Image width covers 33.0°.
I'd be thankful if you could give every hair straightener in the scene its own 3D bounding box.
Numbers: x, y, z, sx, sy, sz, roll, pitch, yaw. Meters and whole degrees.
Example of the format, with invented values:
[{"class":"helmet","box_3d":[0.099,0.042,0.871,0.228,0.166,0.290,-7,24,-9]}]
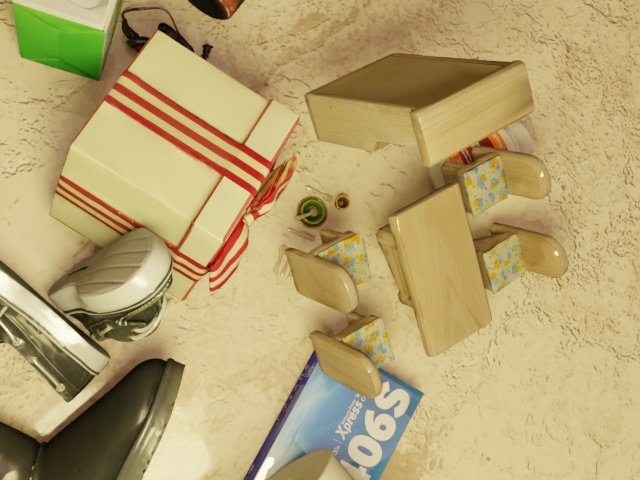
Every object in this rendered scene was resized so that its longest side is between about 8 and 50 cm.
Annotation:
[{"class":"hair straightener","box_3d":[-0.201,-0.263,1.593,0.230,0.047,0.089,44,76,-1]}]

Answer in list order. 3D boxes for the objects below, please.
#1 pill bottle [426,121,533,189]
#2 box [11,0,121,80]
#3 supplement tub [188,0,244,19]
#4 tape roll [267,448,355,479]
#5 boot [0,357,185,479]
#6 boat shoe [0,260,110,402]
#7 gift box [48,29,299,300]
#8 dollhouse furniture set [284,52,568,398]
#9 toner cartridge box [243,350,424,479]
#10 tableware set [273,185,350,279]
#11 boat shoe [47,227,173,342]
[{"class":"pill bottle","box_3d":[0.245,-0.127,1.657,0.152,0.086,0.086,-24,90,-15]},{"class":"box","box_3d":[-0.317,-0.367,1.459,0.127,0.262,0.231,16,82,-11]},{"class":"supplement tub","box_3d":[-0.120,-0.429,1.593,0.106,0.106,0.198,37,77,-7]},{"class":"tape roll","box_3d":[-0.028,0.409,1.377,0.246,0.246,0.169,-40,93,-14]},{"class":"boot","box_3d":[-0.445,0.234,1.396,0.445,0.146,0.367,27,95,-7]},{"class":"boat shoe","box_3d":[-0.431,0.101,1.462,0.306,0.113,0.105,44,82,-21]},{"class":"gift box","box_3d":[-0.188,-0.088,1.473,0.258,0.276,0.255,32,65,-5]},{"class":"dollhouse furniture set","box_3d":[0.162,-0.030,1.423,0.362,0.256,0.394,-28,115,-25]},{"class":"toner cartridge box","box_3d":[-0.006,0.331,1.554,0.165,0.075,0.348,30,78,-7]},{"class":"tableware set","box_3d":[0.000,0.000,1.617,0.104,0.024,0.154,24,79,-10]},{"class":"boat shoe","box_3d":[-0.249,0.069,1.402,0.119,0.335,0.121,47,68,-16]}]
